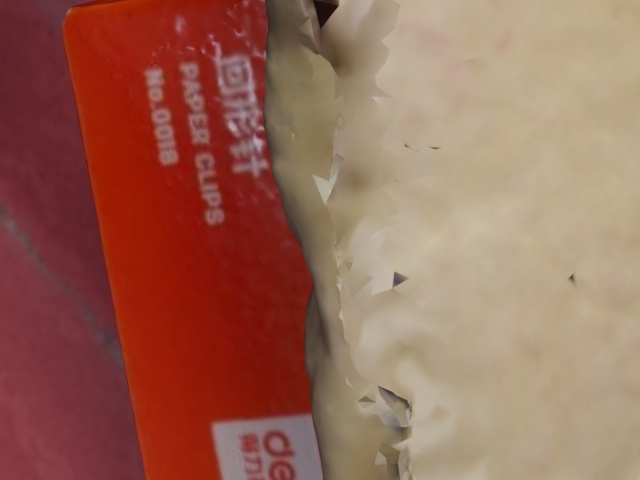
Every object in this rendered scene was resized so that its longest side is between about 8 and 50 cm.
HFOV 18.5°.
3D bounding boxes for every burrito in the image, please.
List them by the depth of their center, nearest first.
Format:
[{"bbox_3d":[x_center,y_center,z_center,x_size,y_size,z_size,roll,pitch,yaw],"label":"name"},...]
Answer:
[{"bbox_3d":[0.067,-0.075,0.489,0.190,0.135,0.332,-10,102,-12],"label":"burrito"}]

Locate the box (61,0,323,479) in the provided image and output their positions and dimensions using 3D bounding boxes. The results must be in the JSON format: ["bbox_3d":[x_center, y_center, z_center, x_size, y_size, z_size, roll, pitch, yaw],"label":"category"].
[{"bbox_3d":[0.000,0.000,0.621,0.099,0.133,0.182,-7,96,19],"label":"box"}]
